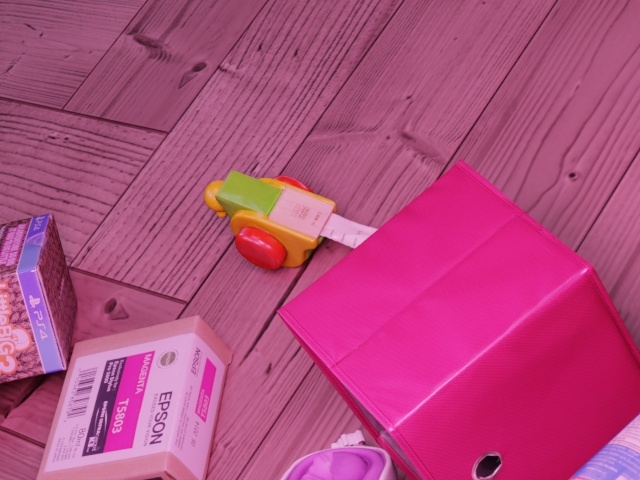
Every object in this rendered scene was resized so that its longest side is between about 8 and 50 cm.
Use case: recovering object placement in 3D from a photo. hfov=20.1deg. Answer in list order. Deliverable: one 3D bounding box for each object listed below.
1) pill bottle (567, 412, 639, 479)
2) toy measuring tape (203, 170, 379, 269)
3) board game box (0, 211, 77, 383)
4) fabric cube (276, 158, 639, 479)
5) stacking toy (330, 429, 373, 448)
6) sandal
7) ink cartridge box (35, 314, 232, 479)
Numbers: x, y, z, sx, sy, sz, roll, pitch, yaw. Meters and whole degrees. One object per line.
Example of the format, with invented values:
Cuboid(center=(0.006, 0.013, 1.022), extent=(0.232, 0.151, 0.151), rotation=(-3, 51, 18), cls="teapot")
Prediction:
Cuboid(center=(0.337, 0.219, 1.725), extent=(0.221, 0.124, 0.124), rotation=(-38, 38, -22), cls="pill bottle")
Cuboid(center=(0.000, 0.000, 2.263), extent=(0.330, 0.121, 0.121), rotation=(21, 64, 20), cls="toy measuring tape")
Cuboid(center=(-0.476, 0.092, 2.331), extent=(0.291, 0.141, 0.232), rotation=(-12, 19, 1), cls="board game box")
Cuboid(center=(0.161, 0.126, 1.888), extent=(0.258, 0.254, 0.259), rotation=(-39, 40, -6), cls="fabric cube")
Cuboid(center=(-0.014, 0.323, 1.977), extent=(0.221, 0.052, 0.167), rotation=(-30, 41, 8), cls="stacking toy")
Cuboid(center=(-0.008, 0.256, 1.760), extent=(0.169, 0.102, 0.416), rotation=(-11, 9, 3), cls="sandal")
Cuboid(center=(-0.225, 0.219, 2.196), extent=(0.193, 0.088, 0.235), rotation=(-14, 44, 25), cls="ink cartridge box")
